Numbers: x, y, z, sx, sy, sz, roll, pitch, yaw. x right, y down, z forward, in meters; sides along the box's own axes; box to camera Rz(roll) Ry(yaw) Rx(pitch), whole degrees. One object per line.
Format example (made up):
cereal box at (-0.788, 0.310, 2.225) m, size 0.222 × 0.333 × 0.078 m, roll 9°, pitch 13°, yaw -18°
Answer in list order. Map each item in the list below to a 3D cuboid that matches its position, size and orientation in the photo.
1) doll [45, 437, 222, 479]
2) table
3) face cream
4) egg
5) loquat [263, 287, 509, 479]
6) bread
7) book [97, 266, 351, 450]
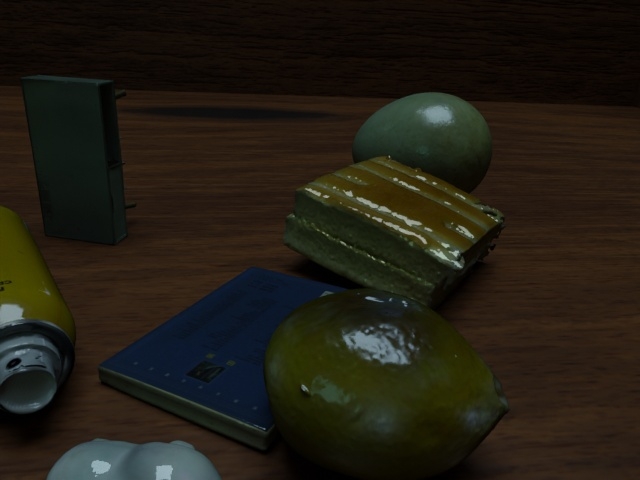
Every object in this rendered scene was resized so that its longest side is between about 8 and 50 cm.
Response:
doll at (-0.118, 0.184, 0.269) m, size 0.110 × 0.106 × 0.180 m, roll -1°, pitch 21°, yaw 12°
table at (-0.354, -0.129, 0.825) m, size 0.122 × 0.240 × 0.111 m, roll 8°, pitch 23°, yaw 9°
face cream at (-0.326, 0.060, 0.547) m, size 0.105 × 0.105 × 0.349 m, roll -12°, pitch 27°, yaw -33°
egg at (0.189, -0.179, 1.054) m, size 0.295 × 0.218 × 0.218 m, roll 12°, pitch 22°, yaw 43°
loquat at (0.048, 0.112, 0.425) m, size 0.195 × 0.152 × 0.152 m, roll 0°, pitch 21°, yaw 15°
bread at (0.118, -0.021, 0.762) m, size 0.246 × 0.111 × 0.239 m, roll 29°, pitch 34°, yaw 25°
book at (-0.069, 0.104, 0.582) m, size 0.191 × 0.025 × 0.269 m, roll 12°, pitch 24°, yaw 23°
